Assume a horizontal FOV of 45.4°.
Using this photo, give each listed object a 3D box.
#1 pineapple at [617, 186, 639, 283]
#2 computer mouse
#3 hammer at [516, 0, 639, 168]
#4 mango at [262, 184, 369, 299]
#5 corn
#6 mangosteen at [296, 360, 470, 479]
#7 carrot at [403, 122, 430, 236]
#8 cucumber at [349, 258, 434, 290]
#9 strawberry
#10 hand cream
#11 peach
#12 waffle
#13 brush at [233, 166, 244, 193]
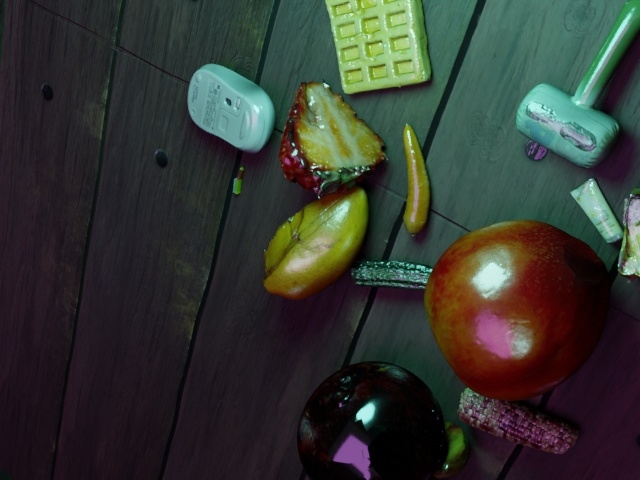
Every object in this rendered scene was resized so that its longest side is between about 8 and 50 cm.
[{"bbox_3d":[0.683,-0.024,1.537,0.186,0.114,0.236,48,116,10],"label":"pineapple"},{"bbox_3d":[-0.220,-0.347,1.995,0.296,0.121,0.184,32,124,36],"label":"computer mouse"},{"bbox_3d":[0.546,-0.322,1.516,0.206,0.119,0.336,35,115,18],"label":"hammer"},{"bbox_3d":[0.000,0.000,1.936,0.199,0.201,0.350,43,109,-8],"label":"mango"},{"bbox_3d":[0.470,0.434,1.835,0.289,0.098,0.098,16,115,24],"label":"corn"},{"bbox_3d":[0.154,0.506,1.905,0.421,0.381,0.381,40,124,3],"label":"mangosteen"},{"bbox_3d":[0.229,-0.140,1.814,0.062,0.066,0.271,-4,106,-11],"label":"carrot"},{"bbox_3d":[0.189,0.084,1.906,0.265,0.077,0.077,0,107,32],"label":"cucumber"},{"bbox_3d":[-0.012,-0.223,1.832,0.280,0.253,0.150,49,142,12],"label":"strawberry"},{"bbox_3d":[0.591,-0.060,1.617,0.061,0.039,0.143,-38,80,38],"label":"hand cream"},{"bbox_3d":[0.418,0.137,1.605,0.388,0.388,0.388,12,113,30],"label":"peach"},{"bbox_3d":[0.134,-0.470,1.756,0.221,0.055,0.248,-3,105,34],"label":"waffle"},{"bbox_3d":[-0.228,-0.170,2.121,0.021,0.018,0.083,33,124,31],"label":"brush"}]
